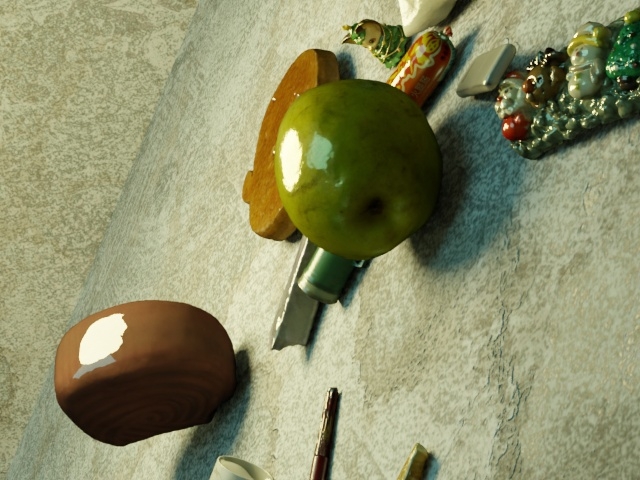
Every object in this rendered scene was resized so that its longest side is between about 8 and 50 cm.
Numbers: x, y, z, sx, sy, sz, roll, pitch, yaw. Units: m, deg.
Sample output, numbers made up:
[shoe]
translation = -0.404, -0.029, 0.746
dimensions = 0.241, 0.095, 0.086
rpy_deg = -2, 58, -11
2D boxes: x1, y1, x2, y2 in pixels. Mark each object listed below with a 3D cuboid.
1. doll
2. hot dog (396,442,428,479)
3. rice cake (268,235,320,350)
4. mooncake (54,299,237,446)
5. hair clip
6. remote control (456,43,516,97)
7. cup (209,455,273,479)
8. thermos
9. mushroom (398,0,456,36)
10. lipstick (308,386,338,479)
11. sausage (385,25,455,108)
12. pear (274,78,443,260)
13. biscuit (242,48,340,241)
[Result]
[doll]
translation = 0.092, -0.351, 2.251
dimensions = 0.078, 0.113, 0.076
rpy_deg = -36, 25, 55
[hot dog]
translation = 0.106, 0.328, 1.723
dimensions = 0.137, 0.028, 0.044
rpy_deg = -65, -5, 8
[rice cake]
translation = 0.001, 0.000, 2.230
dimensions = 0.070, 0.064, 0.399
rpy_deg = -174, 103, -79
[mooncake]
translation = -0.330, 0.259, 2.468
dimensions = 0.334, 0.326, 0.174
rpy_deg = 115, 153, -42
[hair clip]
translation = 0.301, -0.192, 1.608
dimensions = 0.321, 0.091, 0.138
rpy_deg = -28, 49, 63
[remote control]
translation = 0.227, -0.229, 1.826
dimensions = 0.067, 0.029, 0.261
rpy_deg = -59, 4, 2
[cup]
translation = -0.138, 0.431, 2.142
dimensions = 0.133, 0.099, 0.136
rpy_deg = -67, 20, 6
[thermos]
translation = 0.036, 0.007, 2.118
dimensions = 0.187, 0.073, 0.083
rpy_deg = -62, 21, 19
[mushroom]
translation = 0.193, -0.400, 2.086
dimensions = 0.225, 0.093, 0.116
rpy_deg = -22, 66, 52
[lipstick]
translation = 0.004, 0.304, 2.004
dimensions = 0.027, 0.027, 0.176
rpy_deg = -37, 37, 55
[sausage]
translation = 0.135, -0.234, 2.091
dimensions = 0.264, 0.083, 0.083
rpy_deg = -54, 26, 34
[pear]
translation = 0.052, -0.111, 1.952
dimensions = 0.253, 0.253, 0.307
rpy_deg = -62, 17, 21
[biscuit]
translation = -0.050, -0.170, 2.500
dimensions = 0.350, 0.070, 0.394
rpy_deg = -47, 30, 51
